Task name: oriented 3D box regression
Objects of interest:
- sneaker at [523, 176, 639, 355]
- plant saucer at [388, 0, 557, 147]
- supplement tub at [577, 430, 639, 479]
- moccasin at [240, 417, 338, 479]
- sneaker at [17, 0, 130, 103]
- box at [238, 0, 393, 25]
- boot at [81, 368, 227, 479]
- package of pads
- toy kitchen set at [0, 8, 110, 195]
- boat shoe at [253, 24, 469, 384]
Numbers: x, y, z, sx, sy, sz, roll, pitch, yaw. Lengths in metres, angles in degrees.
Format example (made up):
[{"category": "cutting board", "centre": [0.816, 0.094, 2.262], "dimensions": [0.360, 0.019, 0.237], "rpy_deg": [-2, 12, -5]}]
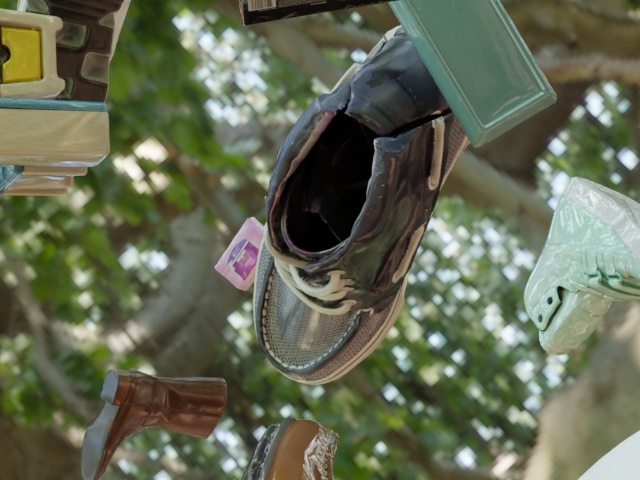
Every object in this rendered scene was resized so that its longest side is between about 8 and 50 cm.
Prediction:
[{"category": "sneaker", "centre": [0.262, 0.050, 1.569], "dimensions": [0.094, 0.256, 0.151], "rpy_deg": [19, -79, -20]}, {"category": "plant saucer", "centre": [0.081, -0.159, 1.170], "dimensions": [0.067, 0.192, 0.018], "rpy_deg": [-31, 1, -8]}, {"category": "supplement tub", "centre": [0.211, 0.207, 0.687], "dimensions": [0.191, 0.191, 0.272], "rpy_deg": [-41, -67, -3]}, {"category": "moccasin", "centre": [0.005, 0.252, 1.189], "dimensions": [0.147, 0.380, 0.139], "rpy_deg": [11, -67, -9]}, {"category": "sneaker", "centre": [-0.220, -0.262, 1.664], "dimensions": [0.122, 0.146, 0.330], "rpy_deg": [18, -57, -15]}, {"category": "box", "centre": [0.016, -0.169, 0.977], "dimensions": [0.137, 0.094, 0.027], "rpy_deg": [-9, -35, -5]}, {"category": "boot", "centre": [-0.135, 0.159, 1.488], "dimensions": [0.114, 0.037, 0.106], "rpy_deg": [10, -72, -36]}, {"category": "package of pads", "centre": [-0.091, 0.017, 2.273], "dimensions": [0.083, 0.050, 0.032], "rpy_deg": [-55, -19, 14]}, {"category": "toy kitchen set", "centre": [-0.259, -0.131, 1.483], "dimensions": [0.122, 0.166, 0.207], "rpy_deg": [0, -9, -20]}, {"category": "boat shoe", "centre": [0.000, 0.000, 1.282], "dimensions": [0.158, 0.127, 0.340], "rpy_deg": [-39, -23, -49]}]
